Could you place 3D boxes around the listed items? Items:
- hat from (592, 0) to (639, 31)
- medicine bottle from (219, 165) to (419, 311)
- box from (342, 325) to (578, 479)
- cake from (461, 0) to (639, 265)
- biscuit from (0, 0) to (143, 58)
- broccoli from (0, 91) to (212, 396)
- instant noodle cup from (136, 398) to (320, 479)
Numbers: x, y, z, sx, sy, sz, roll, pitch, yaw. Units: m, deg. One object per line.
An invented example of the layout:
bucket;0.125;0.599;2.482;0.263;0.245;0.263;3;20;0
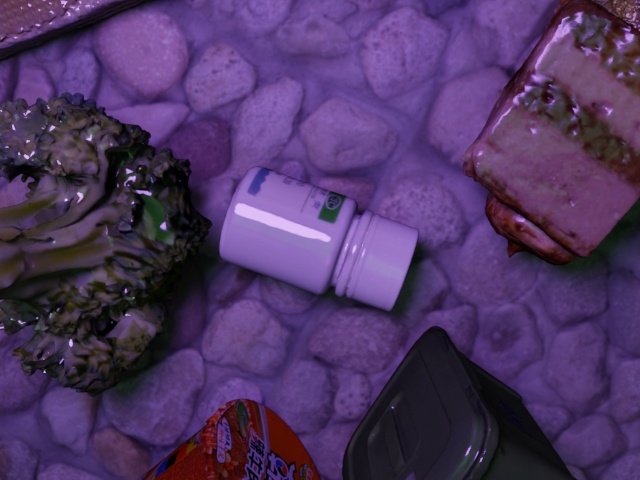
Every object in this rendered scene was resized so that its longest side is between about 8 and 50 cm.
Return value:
hat;0.392;-0.297;0.870;0.146;0.067;0.146;19;139;17
medicine bottle;0.000;0.000;0.917;0.237;0.139;0.139;18;100;5
box;0.156;0.284;0.850;0.178;0.329;0.253;32;101;-7
cake;0.285;-0.116;0.841;0.198;0.196;0.293;34;110;-1
biscuit;-0.330;-0.356;0.938;0.426;0.078;0.144;-19;96;10
broccoli;-0.308;-0.002;0.894;0.338;0.317;0.277;-45;68;-9
instant noodle cup;-0.134;0.366;0.940;0.192;0.250;0.250;-34;93;18
